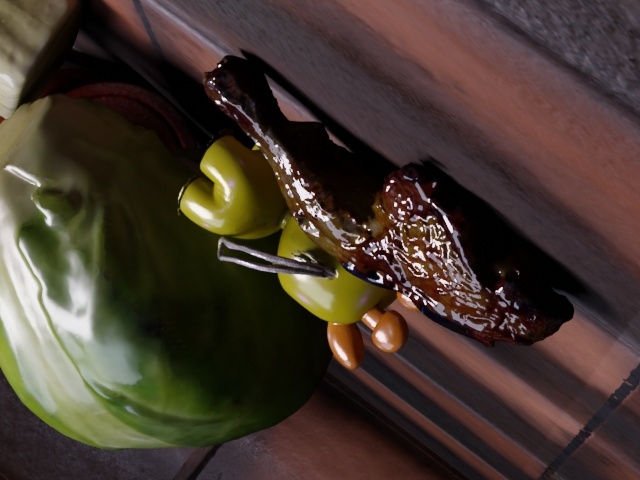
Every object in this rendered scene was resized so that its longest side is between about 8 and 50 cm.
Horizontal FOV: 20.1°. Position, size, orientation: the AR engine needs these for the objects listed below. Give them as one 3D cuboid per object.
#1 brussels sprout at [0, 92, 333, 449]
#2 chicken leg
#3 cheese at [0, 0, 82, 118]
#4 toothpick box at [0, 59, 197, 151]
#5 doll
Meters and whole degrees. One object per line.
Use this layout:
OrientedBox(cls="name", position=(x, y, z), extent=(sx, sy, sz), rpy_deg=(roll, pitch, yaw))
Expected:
OrientedBox(cls="brussels sprout", position=(-0.157, 0.034, 1.650), extent=(0.371, 0.315, 0.276), rpy_deg=(29, 161, -20))
OrientedBox(cls="chicken leg", position=(0.046, -0.023, 1.323), extent=(0.322, 0.083, 0.177), rpy_deg=(31, 161, 32))
OrientedBox(cls="cheese", position=(-0.350, -0.241, 1.647), extent=(0.265, 0.124, 0.242), rpy_deg=(38, 174, -5))
OrientedBox(cls="toothpick box", position=(-0.282, -0.092, 1.928), extent=(0.204, 0.204, 0.333), rpy_deg=(42, 171, -28))
OrientedBox(cls="doll", position=(0.000, 0.000, 1.483), extent=(0.221, 0.143, 0.135), rpy_deg=(41, -157, 21))
